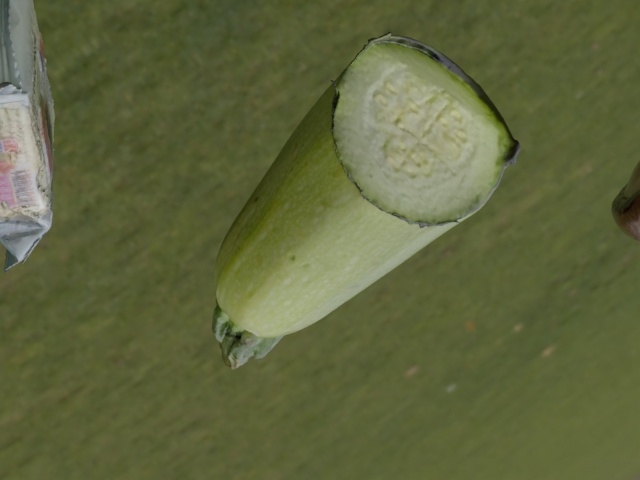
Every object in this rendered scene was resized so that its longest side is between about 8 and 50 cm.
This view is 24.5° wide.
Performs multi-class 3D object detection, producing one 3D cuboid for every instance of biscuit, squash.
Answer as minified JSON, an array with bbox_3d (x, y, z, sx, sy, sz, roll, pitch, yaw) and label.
[{"bbox_3d":[-0.294,-0.124,1.386,0.079,0.186,0.309,0,151,-4],"label":"biscuit"},{"bbox_3d":[-0.010,-0.002,1.006,0.287,0.137,0.137,-43,163,29],"label":"squash"}]

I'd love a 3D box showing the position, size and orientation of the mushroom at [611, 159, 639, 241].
[{"bbox_3d":[0.430,-0.076,1.675,0.231,0.138,0.194,-51,165,-27],"label":"mushroom"}]
